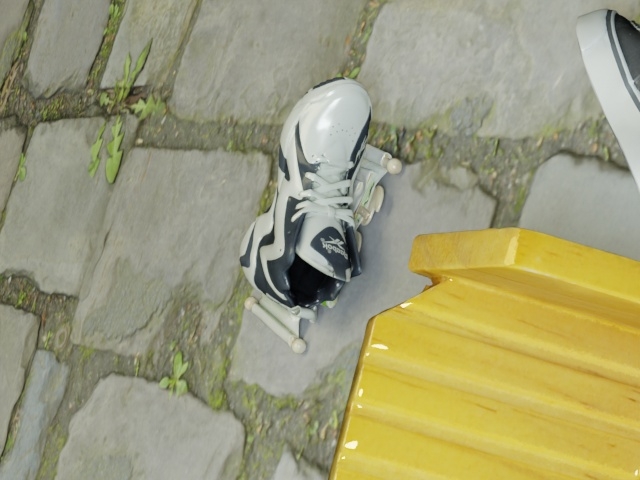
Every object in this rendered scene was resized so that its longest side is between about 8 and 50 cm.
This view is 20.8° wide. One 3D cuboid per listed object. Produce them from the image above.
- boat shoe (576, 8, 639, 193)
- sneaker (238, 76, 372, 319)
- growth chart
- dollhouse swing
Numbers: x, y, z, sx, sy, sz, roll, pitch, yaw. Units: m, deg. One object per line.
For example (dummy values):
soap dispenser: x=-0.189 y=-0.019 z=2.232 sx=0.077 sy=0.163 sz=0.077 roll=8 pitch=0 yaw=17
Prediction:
boat shoe: x=0.268 y=-0.100 z=1.312 sx=0.102 sy=0.108 sz=0.301 roll=-24 pitch=29 yaw=11
sneaker: x=0.006 y=-0.029 z=1.682 sx=0.235 sy=0.094 sz=0.153 roll=-60 pitch=34 yaw=15
growth chart: x=0.000 y=0.000 z=1.786 sx=0.237 sy=0.021 sz=0.172 roll=-63 pitch=29 yaw=12
dollhouse swing: x=0.186 y=0.174 z=1.093 sx=0.305 sy=0.315 sz=0.347 roll=142 pitch=144 yaw=-76
